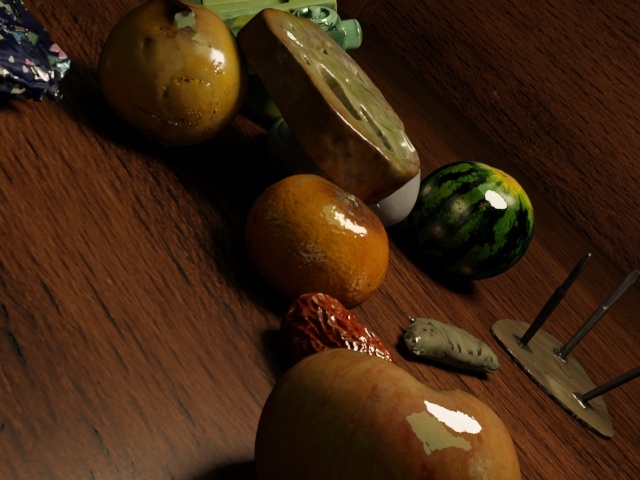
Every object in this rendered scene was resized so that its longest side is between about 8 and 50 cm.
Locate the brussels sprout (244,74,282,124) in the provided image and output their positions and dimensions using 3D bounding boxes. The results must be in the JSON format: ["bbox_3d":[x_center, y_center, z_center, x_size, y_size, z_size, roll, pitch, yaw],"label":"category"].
[{"bbox_3d":[-0.087,-0.330,1.681,0.223,0.161,0.223,11,35,-8],"label":"brussels sprout"}]

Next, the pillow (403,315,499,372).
[{"bbox_3d":[0.213,0.170,1.311,0.241,0.051,0.093,17,30,-39],"label":"pillow"}]

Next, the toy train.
[{"bbox_3d":[-0.125,-0.406,1.543,0.396,0.160,0.253,-10,44,-5],"label":"toy train"}]

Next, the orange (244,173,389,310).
[{"bbox_3d":[0.000,0.000,1.144,0.224,0.170,0.224,33,24,-17],"label":"orange"}]

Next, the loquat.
[{"bbox_3d":[-0.225,-0.260,1.215,0.235,0.235,0.235,33,23,-16],"label":"loquat"}]

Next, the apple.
[{"bbox_3d":[0.056,0.214,0.729,0.260,0.194,0.261,19,-16,6],"label":"apple"}]

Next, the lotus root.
[{"bbox_3d":[0.011,-0.237,1.290,0.375,0.111,0.391,32,28,-38],"label":"lotus root"}]

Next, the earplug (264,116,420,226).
[{"bbox_3d":[0.048,-0.150,1.540,0.325,0.175,0.214,28,43,-6],"label":"earplug"}]

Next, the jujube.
[{"bbox_3d":[0.017,0.143,0.992,0.176,0.109,0.112,44,-15,34],"label":"jujube"}]

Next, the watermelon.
[{"bbox_3d":[0.314,-0.041,1.623,0.269,0.269,0.269,33,23,-16],"label":"watermelon"}]

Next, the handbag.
[{"bbox_3d":[-0.457,-0.280,1.043,0.260,0.113,0.162,46,29,13],"label":"handbag"}]

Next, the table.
[{"bbox_3d":[0.557,0.175,1.582,0.317,0.249,0.317,33,23,-16],"label":"table"}]
